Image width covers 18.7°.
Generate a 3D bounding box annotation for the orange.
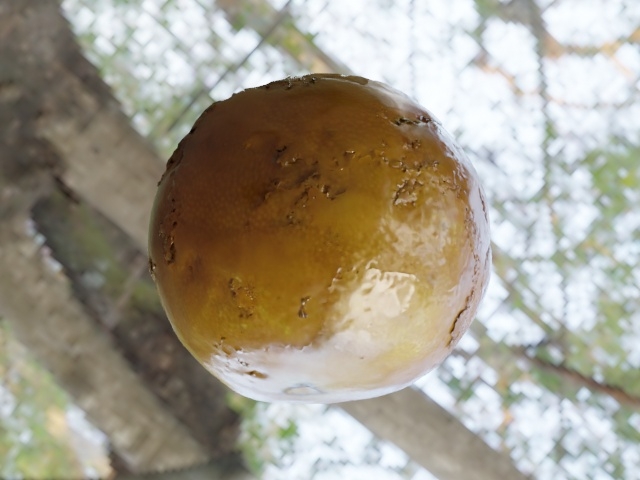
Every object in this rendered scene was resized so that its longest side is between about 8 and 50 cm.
[{"bbox_3d":[0.000,0.000,1.335,0.240,0.240,0.240,-39,-155,23],"label":"orange"}]
